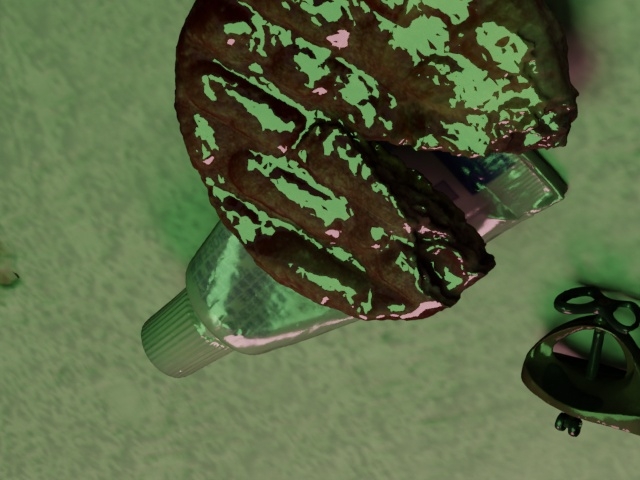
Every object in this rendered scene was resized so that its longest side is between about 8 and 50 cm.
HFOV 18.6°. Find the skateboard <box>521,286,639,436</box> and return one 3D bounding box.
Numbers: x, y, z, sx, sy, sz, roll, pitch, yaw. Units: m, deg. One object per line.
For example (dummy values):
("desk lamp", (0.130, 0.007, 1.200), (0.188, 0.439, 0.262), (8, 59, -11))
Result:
("skateboard", (0.179, 0.077, 1.044), (0.151, 0.067, 0.080), (18, 125, 22))

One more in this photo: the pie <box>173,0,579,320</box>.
("pie", (0.025, -0.068, 0.984), (0.204, 0.054, 0.218), (44, 124, 0))

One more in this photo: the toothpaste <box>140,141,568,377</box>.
("toothpaste", (-0.001, -0.001, 1.089), (0.099, 0.068, 0.282), (25, 135, -35))
